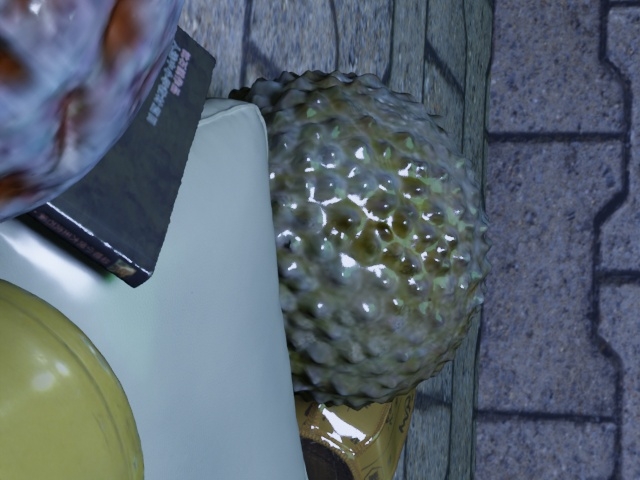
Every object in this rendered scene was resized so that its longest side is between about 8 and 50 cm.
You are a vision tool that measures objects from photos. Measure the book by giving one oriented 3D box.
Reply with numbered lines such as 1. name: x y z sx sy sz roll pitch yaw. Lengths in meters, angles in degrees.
1. book: -0.153 -0.099 0.694 0.228 0.024 0.160 39 46 -31

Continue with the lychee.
1. lychee: 0.000 0.000 1.029 0.274 0.255 0.255 9 82 -61

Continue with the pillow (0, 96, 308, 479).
1. pillow: -0.107 0.093 0.820 0.255 0.120 0.322 -26 116 -48

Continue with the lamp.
1. lamp: -0.002 0.144 1.194 0.185 0.161 0.161 -72 156 -53

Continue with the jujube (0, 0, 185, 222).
1. jujube: -0.167 -0.126 0.446 0.308 0.246 0.215 47 20 -50

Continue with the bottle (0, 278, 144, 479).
1. bottle: -0.207 0.133 0.466 0.351 0.171 0.171 -37 126 -67
